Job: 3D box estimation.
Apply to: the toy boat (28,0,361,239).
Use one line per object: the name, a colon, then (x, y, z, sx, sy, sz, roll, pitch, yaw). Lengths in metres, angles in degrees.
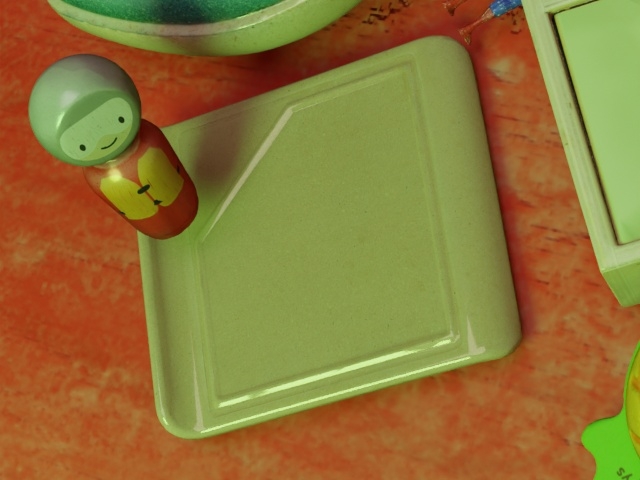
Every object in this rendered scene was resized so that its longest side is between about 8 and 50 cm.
toy boat: (-0.089, -0.163, 1.263, 0.267, 0.148, 0.318, 1, 58, 29)

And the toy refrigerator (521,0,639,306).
toy refrigerator: (0.182, -0.109, 1.154, 0.102, 0.094, 0.269, -17, 69, 12)

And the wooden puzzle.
wooden puzzle: (0.000, 0.000, 1.261, 0.239, 0.044, 0.221, -15, 67, 17)

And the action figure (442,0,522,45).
action figure: (0.135, -0.168, 1.252, 0.115, 0.030, 0.038, -31, 68, 9)

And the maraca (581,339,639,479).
maraca: (0.217, 0.100, 1.086, 0.127, 0.099, 0.185, 51, 124, 26)
